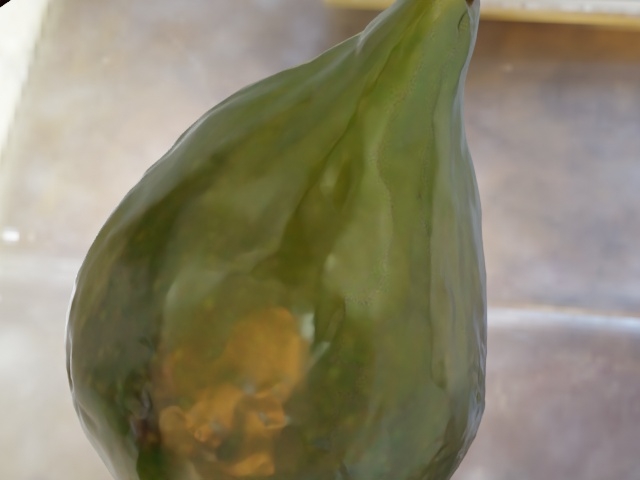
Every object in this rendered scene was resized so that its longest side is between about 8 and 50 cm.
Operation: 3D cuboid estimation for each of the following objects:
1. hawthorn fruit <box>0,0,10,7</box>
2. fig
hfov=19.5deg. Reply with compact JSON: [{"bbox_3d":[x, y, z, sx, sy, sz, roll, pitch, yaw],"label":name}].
[{"bbox_3d":[-0.145,-0.152,0.414,0.249,0.215,0.215,64,-179,27],"label":"hawthorn fruit"},{"bbox_3d":[0.000,0.000,0.825,0.206,0.206,0.275,-59,-8,-60],"label":"fig"}]
